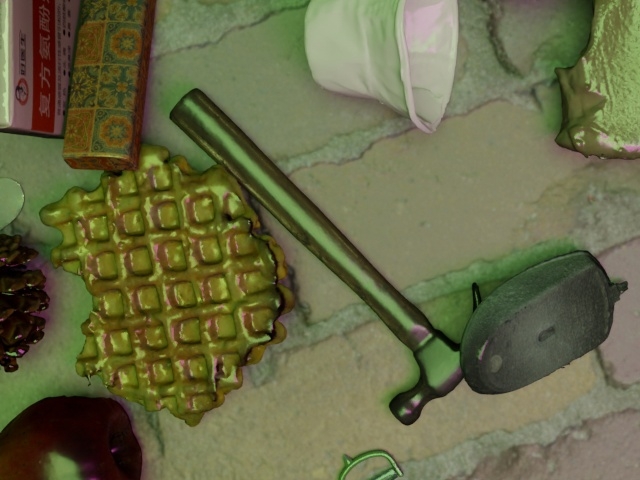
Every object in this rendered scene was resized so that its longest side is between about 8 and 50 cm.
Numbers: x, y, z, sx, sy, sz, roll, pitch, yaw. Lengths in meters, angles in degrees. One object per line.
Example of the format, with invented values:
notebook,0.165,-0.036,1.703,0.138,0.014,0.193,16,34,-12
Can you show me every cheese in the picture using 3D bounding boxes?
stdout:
cheese,0.331,-0.184,0.980,0.175,0.091,0.202,-2,92,5

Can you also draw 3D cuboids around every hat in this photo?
hat,0.060,-0.210,0.973,0.126,0.203,0.203,2,94,23

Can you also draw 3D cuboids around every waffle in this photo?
waffle,-0.176,0.050,1.041,0.281,0.058,0.301,-35,85,14

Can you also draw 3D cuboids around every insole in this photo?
insole,-0.433,-0.017,1.094,0.197,0.004,0.065,-25,91,6

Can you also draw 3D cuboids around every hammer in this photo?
hammer,0.000,0.000,1.041,0.440,0.044,0.168,44,97,1

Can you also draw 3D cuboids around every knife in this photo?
knife,-0.008,0.298,1.073,0.212,0.015,0.054,-32,90,6

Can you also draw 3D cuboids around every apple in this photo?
apple,-0.287,0.255,1.032,0.158,0.147,0.156,-18,113,6

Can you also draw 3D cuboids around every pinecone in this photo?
pinecone,-0.372,0.068,1.027,0.173,0.173,0.173,0,93,5

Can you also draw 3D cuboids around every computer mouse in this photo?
computer mouse,0.229,0.084,1.000,0.229,0.068,0.113,-24,113,-24

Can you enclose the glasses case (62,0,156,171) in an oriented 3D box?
glasses case,-0.227,-0.186,1.015,0.075,0.049,0.218,2,76,4

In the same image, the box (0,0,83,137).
box,-0.299,-0.285,0.964,0.069,0.214,0.353,0,93,6
